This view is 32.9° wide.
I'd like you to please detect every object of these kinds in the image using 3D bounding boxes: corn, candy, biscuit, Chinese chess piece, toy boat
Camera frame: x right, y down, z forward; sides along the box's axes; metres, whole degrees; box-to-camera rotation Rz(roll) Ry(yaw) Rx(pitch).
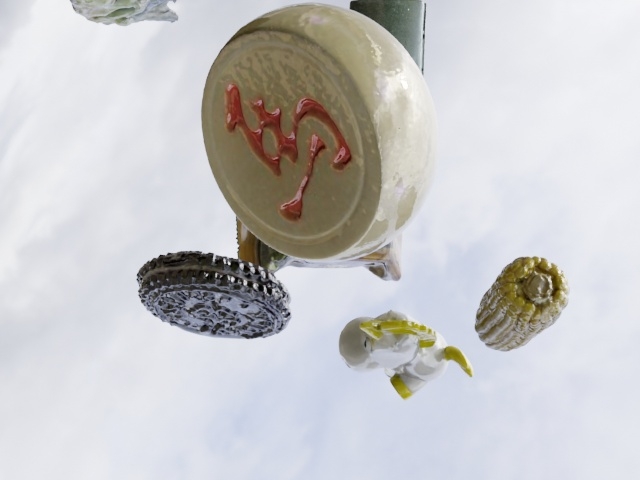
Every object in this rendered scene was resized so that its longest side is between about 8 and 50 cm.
[{"bbox_3d":[0.214,0.074,1.176,0.231,0.080,0.080,89,25,-74],"label":"corn"},{"bbox_3d":[0.000,0.000,1.605,0.101,0.271,0.143,157,-66,-66],"label":"candy"},{"bbox_3d":[-0.128,0.069,1.306,0.194,0.194,0.053,-24,-130,49],"label":"biscuit"},{"bbox_3d":[-0.005,-0.107,1.114,0.102,0.273,0.273,-28,-179,-43],"label":"Chinese chess piece"},{"bbox_3d":[0.116,-0.294,1.950,0.092,0.141,0.320,35,58,-80],"label":"toy boat"}]

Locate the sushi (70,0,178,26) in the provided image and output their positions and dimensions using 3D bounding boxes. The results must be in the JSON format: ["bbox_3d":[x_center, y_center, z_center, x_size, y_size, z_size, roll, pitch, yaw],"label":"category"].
[{"bbox_3d":[-0.219,-0.342,1.281,0.184,0.139,0.274,-16,-177,-10],"label":"sushi"}]

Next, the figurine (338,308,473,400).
[{"bbox_3d":[0.094,0.123,1.297,0.129,0.178,0.109,-8,-117,40],"label":"figurine"}]
